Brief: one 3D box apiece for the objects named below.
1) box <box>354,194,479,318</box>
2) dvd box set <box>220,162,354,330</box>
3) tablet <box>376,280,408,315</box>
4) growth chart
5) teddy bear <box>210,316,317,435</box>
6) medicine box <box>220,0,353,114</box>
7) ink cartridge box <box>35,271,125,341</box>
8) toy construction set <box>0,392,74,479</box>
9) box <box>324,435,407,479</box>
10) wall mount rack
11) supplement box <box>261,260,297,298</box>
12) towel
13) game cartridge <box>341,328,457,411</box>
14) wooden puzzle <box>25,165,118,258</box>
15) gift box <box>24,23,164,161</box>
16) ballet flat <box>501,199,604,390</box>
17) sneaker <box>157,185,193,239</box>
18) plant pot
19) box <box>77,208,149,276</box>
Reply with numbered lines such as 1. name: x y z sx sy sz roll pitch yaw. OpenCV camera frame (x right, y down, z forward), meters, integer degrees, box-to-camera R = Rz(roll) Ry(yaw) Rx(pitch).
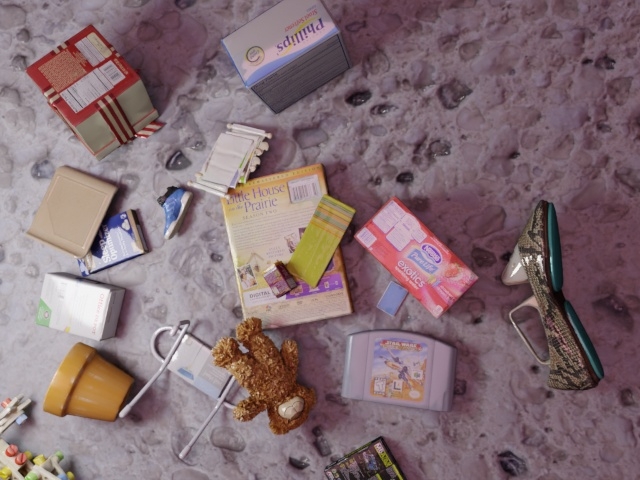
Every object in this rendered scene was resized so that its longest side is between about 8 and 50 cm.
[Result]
1. box: 0.248 0.042 1.576 0.300 0.142 0.154 44 95 8
2. dvd box set: -0.097 0.024 1.677 0.307 0.062 0.421 -13 87 9
3. tablet: 0.196 0.159 1.651 0.054 0.006 0.083 30 94 9
4. growth chart: -0.248 -0.224 1.692 0.172 0.021 0.237 26 78 22
5. teddy bear: -0.140 0.362 1.595 0.113 0.245 0.338 -19 92 52
6. medicine box: -0.075 -0.484 1.572 0.263 0.289 0.149 -30 84 7
7. ink cartridge box: -0.696 0.190 1.758 0.212 0.093 0.154 13 91 11
8. toy construction set: -0.861 0.618 1.743 0.215 0.151 0.328 -47 73 30
9. box: 0.134 0.656 1.628 0.184 0.045 0.191 -32 83 5
10. wall mount rack: -0.372 0.402 1.677 0.350 0.130 0.304 31 94 10
11. supplement box: -0.110 0.104 1.617 0.055 0.043 0.083 -35 83 26
12. towel: 0.000 0.000 1.621 0.102 0.021 0.237 29 94 14
13. game cartridge: 0.210 0.340 1.621 0.297 0.062 0.198 5 93 10
14. wooden puzzle: -0.726 -0.083 1.776 0.221 0.044 0.239 21 80 18
15. gift box: -0.600 -0.401 1.684 0.276 0.258 0.255 -36 81 -13
16. ballet flat: 0.558 0.149 1.527 0.182 0.164 0.483 -17 87 29
17. sneaker: -0.435 -0.083 1.737 0.084 0.058 0.152 23 88 4
18. plant pot: -0.638 0.416 1.700 0.188 0.205 0.205 24 92 -6
19. box: -0.631 0.011 1.782 0.225 0.036 0.136 -21 85 10
